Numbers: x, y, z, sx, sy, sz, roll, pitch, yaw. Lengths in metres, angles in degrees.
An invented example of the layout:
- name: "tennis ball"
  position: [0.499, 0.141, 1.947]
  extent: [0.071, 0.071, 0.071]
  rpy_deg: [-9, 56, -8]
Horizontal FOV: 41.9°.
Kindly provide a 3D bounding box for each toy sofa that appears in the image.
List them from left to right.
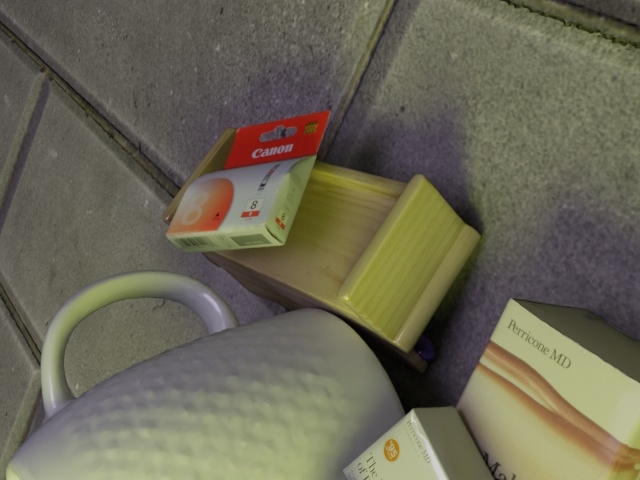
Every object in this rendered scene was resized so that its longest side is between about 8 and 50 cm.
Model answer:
- name: "toy sofa"
  position: [0.000, 0.000, 0.952]
  extent: [0.363, 0.177, 0.150]
  rpy_deg: [20, 72, 48]

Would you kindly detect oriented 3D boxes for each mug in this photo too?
- name: "mug"
  position: [-0.135, 0.197, 0.825]
  extent: [0.374, 0.328, 0.276]
  rpy_deg: [64, 146, 19]

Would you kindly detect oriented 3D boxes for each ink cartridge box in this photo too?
- name: "ink cartridge box"
  position: [-0.077, -0.073, 0.909]
  extent: [0.145, 0.045, 0.179]
  rpy_deg: [-5, 57, 37]

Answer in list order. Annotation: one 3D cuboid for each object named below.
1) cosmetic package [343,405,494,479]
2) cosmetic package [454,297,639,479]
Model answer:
- name: "cosmetic package"
  position: [0.109, 0.253, 0.629]
  extent: [0.099, 0.060, 0.239]
  rpy_deg: [-48, 52, 28]
- name: "cosmetic package"
  position: [0.181, 0.214, 0.699]
  extent: [0.153, 0.129, 0.296]
  rpy_deg: [35, 107, 46]
